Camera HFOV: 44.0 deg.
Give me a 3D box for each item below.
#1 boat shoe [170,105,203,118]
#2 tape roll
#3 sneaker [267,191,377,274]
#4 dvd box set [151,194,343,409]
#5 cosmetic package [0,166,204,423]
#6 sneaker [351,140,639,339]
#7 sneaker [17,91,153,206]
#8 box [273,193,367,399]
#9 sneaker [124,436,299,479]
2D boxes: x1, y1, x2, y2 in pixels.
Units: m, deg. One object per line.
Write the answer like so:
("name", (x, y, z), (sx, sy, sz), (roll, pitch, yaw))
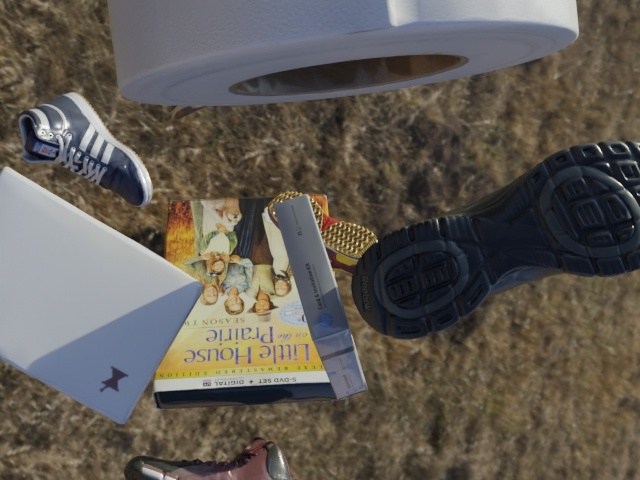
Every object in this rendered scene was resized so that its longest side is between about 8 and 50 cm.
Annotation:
("boat shoe", (-0.298, -0.335, 1.774), (0.095, 0.257, 0.095), (-24, 104, 4))
("tape roll", (0.005, -0.171, 0.426), (0.246, 0.246, 0.169), (-12, 97, -44))
("sneaker", (0.000, 0.000, 1.137), (0.069, 0.185, 0.084), (-44, 150, -27))
("dvd box set", (-0.125, 0.091, 1.380), (0.308, 0.420, 0.062), (-2, 138, -2))
("cosmetic package", (-0.300, 0.069, 0.956), (0.230, 0.453, 0.161), (33, 78, -11))
("sneaker", (0.163, -0.008, 0.662), (0.130, 0.286, 0.109), (-31, 104, -85))
("sneaker", (-0.456, -0.156, 1.507), (0.153, 0.282, 0.099), (-31, 165, -48))
("box", (0.003, 0.062, 0.791), (0.038, 0.145, 0.186), (-18, 152, 1))
("sneaker", (-0.162, 0.375, 1.279), (0.106, 0.281, 0.162), (-58, -173, 49))
